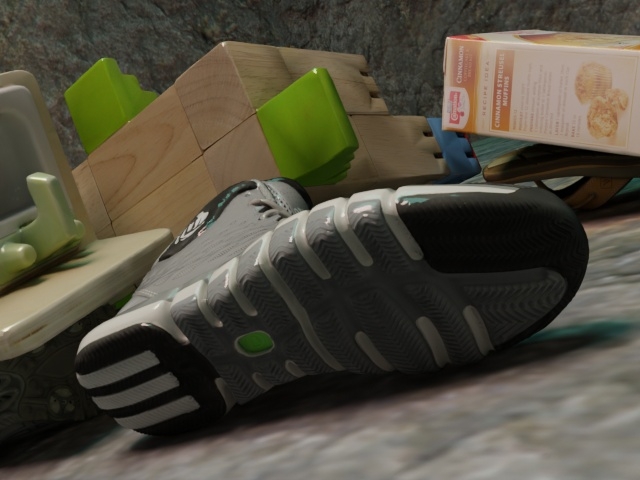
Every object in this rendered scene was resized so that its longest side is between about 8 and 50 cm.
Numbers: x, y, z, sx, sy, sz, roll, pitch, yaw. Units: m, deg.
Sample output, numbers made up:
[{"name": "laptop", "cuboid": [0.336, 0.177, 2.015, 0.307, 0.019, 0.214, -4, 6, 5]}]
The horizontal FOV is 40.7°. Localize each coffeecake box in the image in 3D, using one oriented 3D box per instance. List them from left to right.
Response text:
[{"name": "coffeecake box", "cuboid": [0.199, -0.104, 0.587, 0.186, 0.068, 0.142, 13, 21, 36]}]

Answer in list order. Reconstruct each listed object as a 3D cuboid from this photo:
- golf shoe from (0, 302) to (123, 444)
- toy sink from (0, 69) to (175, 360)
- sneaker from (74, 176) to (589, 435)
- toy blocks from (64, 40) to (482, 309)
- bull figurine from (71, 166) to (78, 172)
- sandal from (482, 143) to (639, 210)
[{"name": "golf shoe", "cuboid": [-0.183, 0.087, 0.498, 0.176, 0.069, 0.086, -22, 0, -43]}, {"name": "toy sink", "cuboid": [-0.229, -0.013, 0.494, 0.234, 0.131, 0.153, -9, 17, 28]}, {"name": "sneaker", "cuboid": [0.000, 0.000, 0.393, 0.229, 0.086, 0.132, -17, 30, 21]}, {"name": "toy blocks", "cuboid": [-0.059, -0.025, 0.664, 0.381, 0.190, 0.261, -30, -12, 35]}, {"name": "bull figurine", "cuboid": [-0.149, -0.075, 0.829, 0.310, 0.101, 0.188, -31, -10, 10]}, {"name": "sandal", "cuboid": [0.207, -0.047, 0.632, 0.180, 0.049, 0.072, -1, 18, 24]}]
